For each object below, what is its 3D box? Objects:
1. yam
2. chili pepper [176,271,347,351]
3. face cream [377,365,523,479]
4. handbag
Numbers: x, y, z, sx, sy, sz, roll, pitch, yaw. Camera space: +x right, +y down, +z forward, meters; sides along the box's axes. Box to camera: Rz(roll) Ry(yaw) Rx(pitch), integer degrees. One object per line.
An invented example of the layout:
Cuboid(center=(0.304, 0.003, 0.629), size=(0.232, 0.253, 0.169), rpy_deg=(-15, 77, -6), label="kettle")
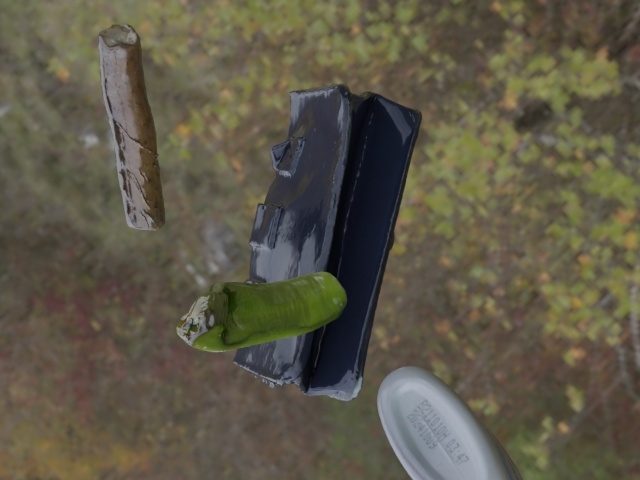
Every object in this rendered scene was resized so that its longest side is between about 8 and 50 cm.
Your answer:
Cuboid(center=(-0.215, -0.127, 1.732), size=(0.057, 0.057, 0.241), rpy_deg=(22, 123, 51), label="yam")
Cuboid(center=(-0.047, 0.051, 1.069), size=(0.050, 0.052, 0.201), rpy_deg=(19, -169, 27), label="chili pepper")
Cuboid(center=(0.143, 0.222, 1.471), size=(0.163, 0.080, 0.337), rpy_deg=(55, -178, 23), label="face cream")
Cuboid(center=(0.000, 0.000, 1.658), size=(0.118, 0.326, 0.269), rpy_deg=(14, 179, -21), label="handbag")
